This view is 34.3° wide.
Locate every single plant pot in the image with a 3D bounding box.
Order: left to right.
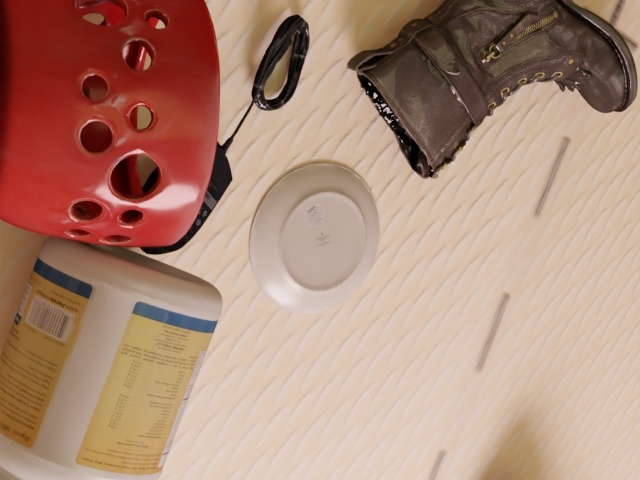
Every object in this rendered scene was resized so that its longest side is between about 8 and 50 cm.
[{"bbox_3d":[-0.178,-0.094,0.704,0.174,0.191,0.191,4,99,-28],"label":"plant pot"}]

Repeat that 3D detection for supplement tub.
[{"bbox_3d":[-0.170,0.107,0.781,0.144,0.144,0.200,21,90,-35],"label":"supplement tub"}]

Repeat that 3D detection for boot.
[{"bbox_3d":[0.164,-0.148,0.988,0.263,0.091,0.229,43,82,-29],"label":"boot"}]

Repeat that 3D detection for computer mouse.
[{"bbox_3d":[-0.083,-0.092,0.859,0.242,0.041,0.071,-56,145,-18],"label":"computer mouse"}]

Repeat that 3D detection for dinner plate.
[{"bbox_3d":[0.000,0.000,0.946,0.141,0.017,0.141,-7,104,-32],"label":"dinner plate"}]
